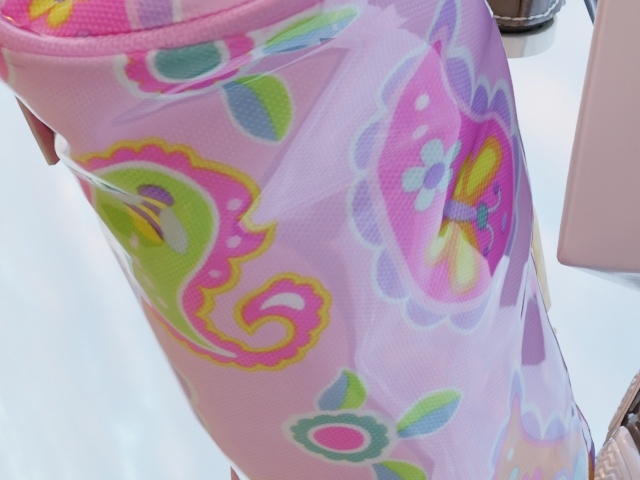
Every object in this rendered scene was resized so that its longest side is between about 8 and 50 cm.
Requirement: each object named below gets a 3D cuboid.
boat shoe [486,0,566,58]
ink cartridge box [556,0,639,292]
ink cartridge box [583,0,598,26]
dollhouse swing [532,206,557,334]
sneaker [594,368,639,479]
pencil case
[{"bbox_3d":[0.107,-0.282,1.375,0.324,0.116,0.097,-120,-156,-43],"label":"boat shoe"},{"bbox_3d":[0.178,-0.032,0.488,0.128,0.176,0.127,5,-98,41],"label":"ink cartridge box"},{"bbox_3d":[0.276,-0.208,0.911,0.151,0.270,0.395,89,-18,-79],"label":"ink cartridge box"},{"bbox_3d":[0.064,-0.032,1.415,0.315,0.347,0.305,21,-58,15],"label":"dollhouse swing"},{"bbox_3d":[0.256,0.099,0.915,0.153,0.268,0.101,26,2,8],"label":"sneaker"},{"bbox_3d":[0.000,0.000,0.434,0.124,0.124,0.284,46,-14,40],"label":"pencil case"}]
